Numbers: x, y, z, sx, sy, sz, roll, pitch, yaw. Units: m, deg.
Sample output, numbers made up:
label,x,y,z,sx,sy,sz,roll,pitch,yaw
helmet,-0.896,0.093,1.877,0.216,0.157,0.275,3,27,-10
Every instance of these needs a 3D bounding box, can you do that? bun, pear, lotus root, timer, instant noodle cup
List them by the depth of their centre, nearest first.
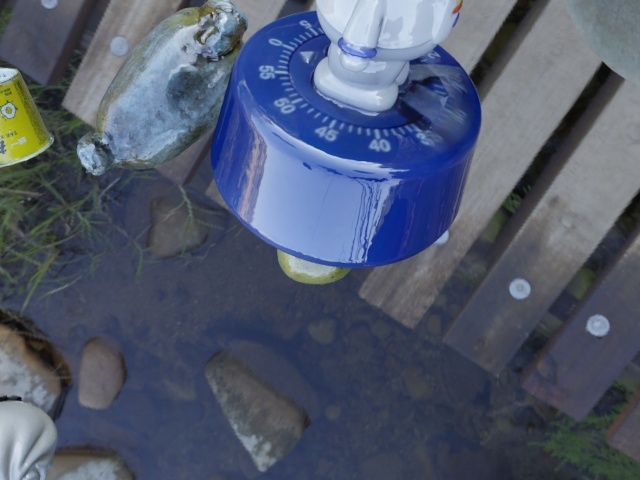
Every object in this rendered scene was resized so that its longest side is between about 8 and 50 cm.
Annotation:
label,x,y,z,sx,sy,sz,roll,pitch,yaw
timer,0.048,-0.187,0.592,0.271,0.270,0.383,19,140,3
bun,-0.456,0.323,0.982,0.120,0.173,0.172,30,112,20
lotus root,-0.248,-0.234,1.094,0.175,0.175,0.349,44,89,-6
pear,0.000,0.000,1.241,0.137,0.167,0.167,-4,108,32
instant noodle cup,-0.610,-0.234,1.259,0.182,0.182,0.144,-1,121,10

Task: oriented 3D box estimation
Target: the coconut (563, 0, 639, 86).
label,x,y,z,sx,sy,sz,roll,pitch,yaw
coconut,0.456,-0.354,0.739,0.415,0.415,0.344,-37,83,18
